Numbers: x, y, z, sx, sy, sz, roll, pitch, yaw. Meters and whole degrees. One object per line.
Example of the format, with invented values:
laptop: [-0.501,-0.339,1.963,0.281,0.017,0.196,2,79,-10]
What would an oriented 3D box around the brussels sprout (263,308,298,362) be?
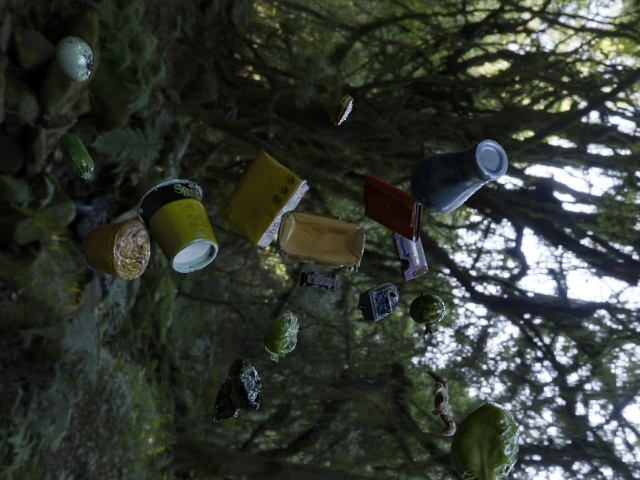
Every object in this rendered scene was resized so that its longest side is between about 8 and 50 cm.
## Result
brussels sprout: [-0.141,0.350,2.155,0.100,0.139,0.181,35,-87,37]

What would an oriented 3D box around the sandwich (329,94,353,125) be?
sandwich: [0.078,-0.436,1.923,0.093,0.035,0.105,-52,175,-46]

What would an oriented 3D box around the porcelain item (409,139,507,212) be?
porcelain item: [0.302,-0.144,1.325,0.259,0.141,0.141,-24,-120,59]

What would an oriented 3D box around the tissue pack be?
tissue pack: [-0.190,-0.135,1.921,0.271,0.192,0.134,-55,166,5]

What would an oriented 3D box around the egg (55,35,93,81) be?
egg: [-0.601,-0.445,1.433,0.085,0.085,0.110,168,-96,-71]

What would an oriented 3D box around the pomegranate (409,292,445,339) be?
pomegranate: [0.364,0.255,1.980,0.122,0.122,0.162,170,-86,-71]

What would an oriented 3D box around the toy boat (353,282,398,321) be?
toy boat: [0.194,0.180,1.776,0.103,0.246,0.093,-12,-90,27]

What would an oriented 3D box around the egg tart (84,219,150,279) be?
egg tart: [-0.669,0.024,1.913,0.202,0.147,0.203,7,90,-71]

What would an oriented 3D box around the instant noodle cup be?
instant noodle cup: [-0.423,-0.037,1.790,0.236,0.215,0.216,57,-37,28]

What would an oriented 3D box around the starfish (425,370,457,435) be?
starfish: [0.359,0.479,1.731,0.238,0.071,0.216,70,15,-58]

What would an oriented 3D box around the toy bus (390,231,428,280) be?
toy bus: [0.343,0.016,2.325,0.090,0.112,0.274,-103,177,-78]

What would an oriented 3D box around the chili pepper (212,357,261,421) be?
chili pepper: [-0.250,0.465,1.831,0.265,0.116,0.148,120,-18,-46]

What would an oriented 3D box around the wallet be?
wallet: [0.206,-0.093,1.686,0.204,0.045,0.142,33,-45,42]

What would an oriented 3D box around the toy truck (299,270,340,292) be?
toy truck: [-0.001,0.162,2.292,0.079,0.147,0.065,148,-50,-69]

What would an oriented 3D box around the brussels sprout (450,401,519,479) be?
brussels sprout: [0.426,0.524,1.508,0.223,0.161,0.223,-58,163,-28]

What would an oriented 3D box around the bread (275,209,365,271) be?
bread: [0.000,0.000,1.620,0.107,0.241,0.136,103,-4,-78]

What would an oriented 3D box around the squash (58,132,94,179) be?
squash: [-0.734,-0.259,1.750,0.219,0.068,0.077,51,-40,35]
